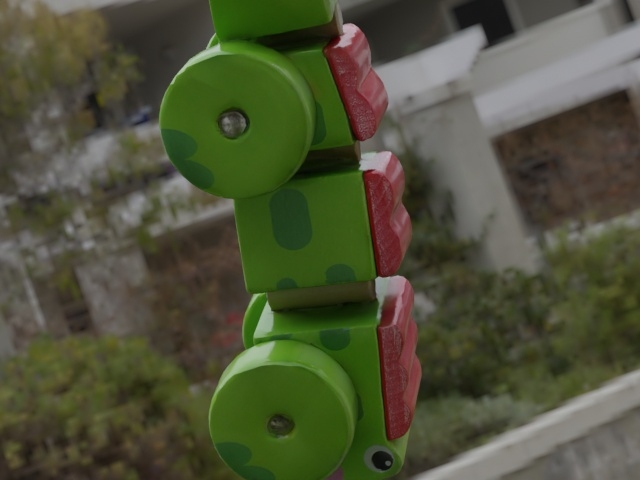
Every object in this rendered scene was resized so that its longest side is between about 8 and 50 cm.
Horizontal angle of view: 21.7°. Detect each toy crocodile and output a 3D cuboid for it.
[{"bbox_3d":[0.000,0.000,0.758,0.105,0.340,0.115,-5,17,10],"label":"toy crocodile"}]
